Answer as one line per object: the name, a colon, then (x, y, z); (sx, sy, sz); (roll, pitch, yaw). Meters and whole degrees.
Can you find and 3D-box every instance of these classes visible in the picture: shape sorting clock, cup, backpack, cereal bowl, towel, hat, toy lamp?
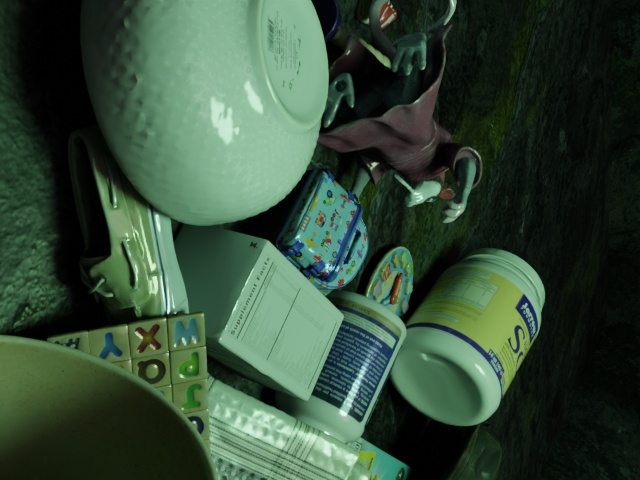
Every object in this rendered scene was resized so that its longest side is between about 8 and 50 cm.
shape sorting clock: (0.131, 0.111, 1.408); (0.206, 0.040, 0.206); (-27, 123, -51)
cup: (-0.278, 0.268, 0.611); (0.331, 0.331, 0.237); (-11, 130, -56)
backpack: (0.000, 0.000, 1.052); (0.173, 0.117, 0.158); (45, 61, -32)
cereal bowl: (-0.086, -0.187, 0.785); (0.339, 0.141, 0.338); (-3, 90, -65)
towel: (-0.100, 0.377, 0.973); (0.324, 0.056, 0.312); (34, 67, -20)
hat: (0.299, 0.474, 1.576); (0.331, 0.134, 0.331); (-50, -179, 1)
toy lamp: (0.065, -0.289, 1.127); (0.275, 0.080, 0.080); (16, 87, -57)

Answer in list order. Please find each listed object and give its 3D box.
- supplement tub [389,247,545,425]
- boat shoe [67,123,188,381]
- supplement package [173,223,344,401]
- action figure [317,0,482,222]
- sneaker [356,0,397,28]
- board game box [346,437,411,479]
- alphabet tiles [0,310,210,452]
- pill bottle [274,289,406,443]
supplement tub: (0.310, 0.191, 1.529); (0.331, 0.241, 0.241); (-46, 137, -39)
boat shoe: (-0.214, 0.020, 0.795); (0.094, 0.109, 0.302); (-13, 102, -42)
supplement package: (-0.093, 0.095, 0.961); (0.139, 0.134, 0.244); (-65, 147, -18)
action figure: (0.118, -0.165, 1.114); (0.370, 0.248, 0.275); (35, 64, -58)
sneaker: (0.099, -0.394, 1.170); (0.067, 0.042, 0.118); (13, 98, -54)
board game box: (0.045, 0.504, 1.381); (0.336, 0.079, 0.253); (46, 63, -53)
alphabet tiles: (-0.234, 0.182, 0.771); (0.237, 0.009, 0.198); (-8, 112, -22)
pill bottle: (0.020, 0.225, 1.170); (0.264, 0.153, 0.153); (-62, 145, -23)
